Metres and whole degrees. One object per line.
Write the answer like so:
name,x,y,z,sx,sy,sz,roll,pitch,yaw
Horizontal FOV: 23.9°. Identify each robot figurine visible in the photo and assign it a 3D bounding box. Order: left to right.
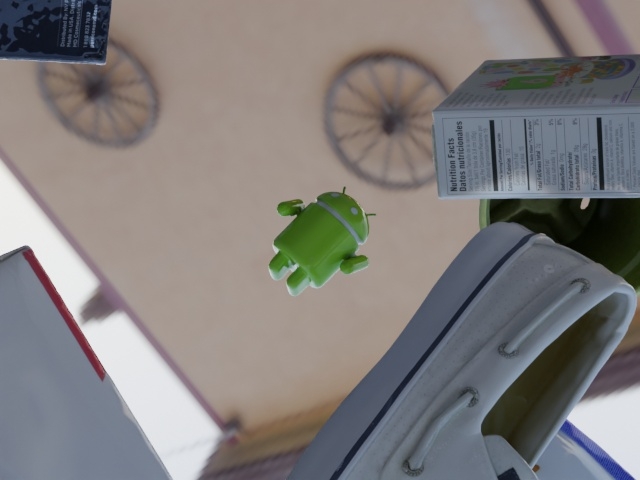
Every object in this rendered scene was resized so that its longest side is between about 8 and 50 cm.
robot figurine,0.000,0.000,1.485,0.115,0.101,0.067,-45,164,-10

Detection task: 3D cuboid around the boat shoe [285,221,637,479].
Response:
boat shoe,0.094,0.159,0.962,0.156,0.136,0.367,22,-117,34

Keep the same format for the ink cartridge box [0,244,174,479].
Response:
ink cartridge box,-0.269,0.157,1.238,0.131,0.226,0.306,-33,-179,-27

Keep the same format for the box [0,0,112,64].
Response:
box,-0.391,-0.320,1.594,0.294,0.182,0.296,-2,-152,-23

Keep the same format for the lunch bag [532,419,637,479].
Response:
lunch bag,0.165,0.369,1.285,0.239,0.385,0.328,6,-134,32

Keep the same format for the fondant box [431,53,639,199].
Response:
fondant box,0.299,-0.118,1.503,0.330,0.096,0.238,1,-162,19

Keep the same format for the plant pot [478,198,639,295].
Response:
plant pot,0.333,-0.054,2.107,0.276,0.276,0.254,-36,-171,1
